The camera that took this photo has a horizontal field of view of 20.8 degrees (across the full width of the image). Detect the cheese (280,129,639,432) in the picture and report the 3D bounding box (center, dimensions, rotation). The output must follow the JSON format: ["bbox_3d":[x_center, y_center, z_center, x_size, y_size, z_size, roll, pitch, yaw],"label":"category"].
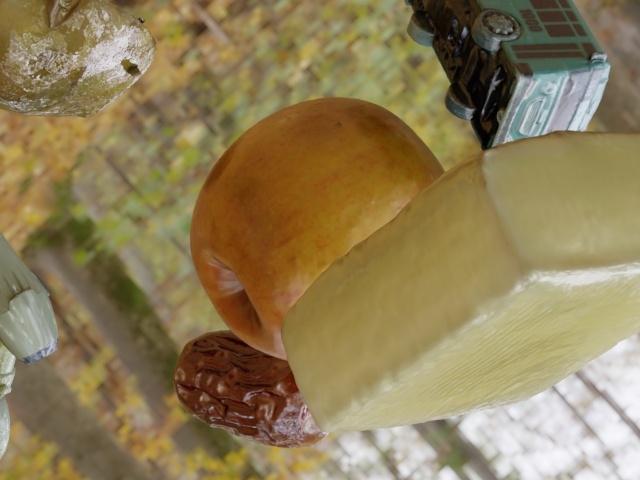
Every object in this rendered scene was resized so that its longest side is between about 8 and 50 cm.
[{"bbox_3d":[0.137,0.033,1.288,0.242,0.124,0.265,0,153,-36],"label":"cheese"}]

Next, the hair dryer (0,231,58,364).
[{"bbox_3d":[-0.332,0.032,1.726,0.067,0.167,0.199,-26,-161,-25],"label":"hair dryer"}]

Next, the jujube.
[{"bbox_3d":[-0.081,0.192,2.338,0.230,0.155,0.155,12,-144,21],"label":"jujube"}]

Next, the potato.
[{"bbox_3d":[-0.335,-0.222,2.230,0.239,0.116,0.299,-17,158,23],"label":"potato"}]

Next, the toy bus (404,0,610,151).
[{"bbox_3d":[0.195,-0.214,1.821,0.147,0.256,0.128,-6,139,-21],"label":"toy bus"}]

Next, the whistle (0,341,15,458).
[{"bbox_3d":[-0.386,0.174,2.008,0.057,0.104,0.198,-1,125,-35],"label":"whistle"}]

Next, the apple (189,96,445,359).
[{"bbox_3d":[0.000,0.000,1.852,0.275,0.299,0.299,-29,180,-34],"label":"apple"}]
